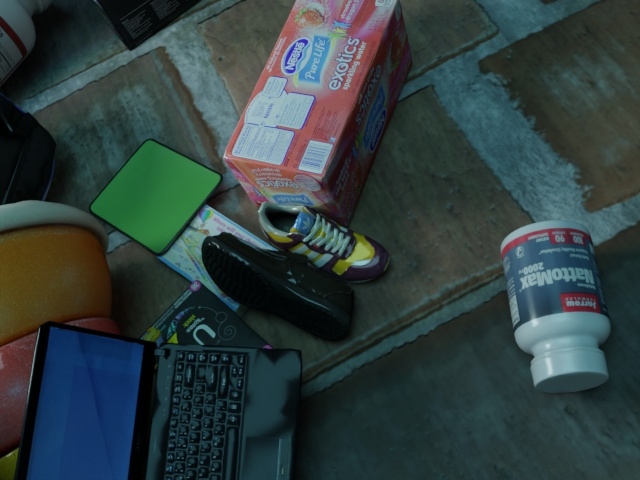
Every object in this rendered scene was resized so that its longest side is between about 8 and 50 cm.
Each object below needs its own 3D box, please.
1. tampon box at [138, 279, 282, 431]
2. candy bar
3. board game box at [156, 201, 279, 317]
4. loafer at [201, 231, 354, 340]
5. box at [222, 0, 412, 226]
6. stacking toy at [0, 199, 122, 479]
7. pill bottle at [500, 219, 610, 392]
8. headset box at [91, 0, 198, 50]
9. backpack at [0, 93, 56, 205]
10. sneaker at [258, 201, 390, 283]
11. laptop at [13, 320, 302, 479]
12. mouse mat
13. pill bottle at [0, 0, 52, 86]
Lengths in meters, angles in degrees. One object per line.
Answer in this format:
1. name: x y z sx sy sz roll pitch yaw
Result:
1. tampon box: -0.128 0.154 0.985 0.161 0.101 0.120 37 78 27
2. candy bar: -0.222 0.159 0.890 0.018 0.040 0.161 -9 30 34
3. board game box: -0.139 0.025 1.097 0.154 0.026 0.103 32 76 26
4. loafer: -0.053 0.051 1.025 0.220 0.080 0.078 30 46 4
5. box: 0.005 -0.190 1.100 0.154 0.142 0.300 13 68 21
6. stacking toy: -0.327 0.226 0.924 0.350 0.350 0.480 -32 75 -2
7. pill bottle: 0.274 0.078 0.912 0.108 0.108 0.180 -9 62 11
8. headset box: -0.295 -0.495 1.256 0.246 0.283 0.131 -38 61 -5
9. backpack: -0.525 -0.088 1.145 0.213 0.276 0.263 9 63 33
10. sneaker: 0.000 0.000 1.039 0.185 0.084 0.070 16 69 22
11. laptop: -0.160 0.215 0.827 0.264 0.136 0.234 3 75 2
12. mouse mat: -0.247 -0.069 1.171 0.189 0.007 0.153 28 74 36
13. pill bottle: -0.623 -0.323 1.289 0.229 0.229 0.408 27 73 25
